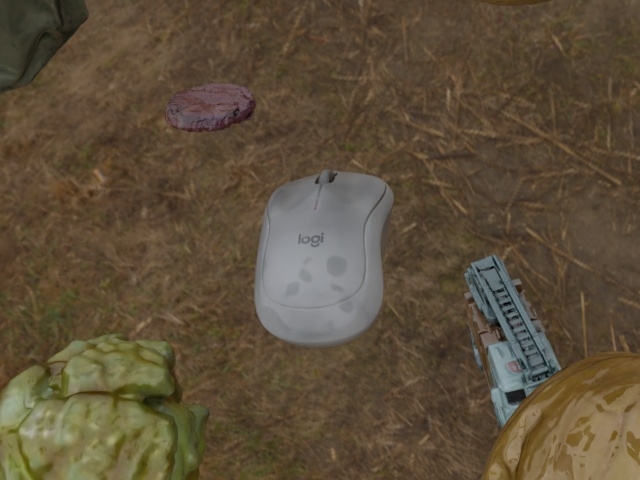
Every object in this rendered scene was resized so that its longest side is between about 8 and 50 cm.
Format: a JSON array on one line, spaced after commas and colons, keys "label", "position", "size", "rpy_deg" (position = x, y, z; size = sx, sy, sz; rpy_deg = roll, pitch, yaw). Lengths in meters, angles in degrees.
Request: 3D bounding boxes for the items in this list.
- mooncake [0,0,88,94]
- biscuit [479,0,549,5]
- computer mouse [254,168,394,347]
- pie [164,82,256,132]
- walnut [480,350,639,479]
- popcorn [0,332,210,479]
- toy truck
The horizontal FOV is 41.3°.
[{"label": "mooncake", "position": [-0.312, -0.215, 0.561], "size": [0.254, 0.250, 0.136], "rpy_deg": [36, 85, 28]}, {"label": "biscuit", "position": [0.116, -0.288, 0.638], "size": [0.091, 0.274, 0.213], "rpy_deg": [-7, 53, 61]}, {"label": "computer mouse", "position": [0.000, 0.000, 1.116], "size": [0.184, 0.121, 0.297], "rpy_deg": [-2, 50, 16]}, {"label": "pie", "position": [-0.178, -0.213, 1.360], "size": [0.154, 0.036, 0.154], "rpy_deg": [-1, 32, 1]}, {"label": "walnut", "position": [0.205, 0.188, 0.596], "size": [0.193, 0.193, 0.226], "rpy_deg": [20, 91, 36]}, {"label": "popcorn", "position": [-0.278, 0.284, 1.077], "size": [0.279, 0.274, 0.336], "rpy_deg": [-131, 51, -64]}, {"label": "toy truck", "position": [0.332, 0.180, 1.457], "size": [0.132, 0.184, 0.338], "rpy_deg": [-16, 33, 6]}]
